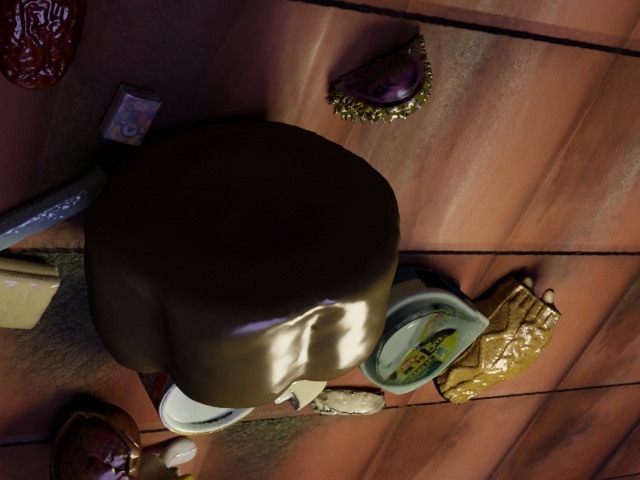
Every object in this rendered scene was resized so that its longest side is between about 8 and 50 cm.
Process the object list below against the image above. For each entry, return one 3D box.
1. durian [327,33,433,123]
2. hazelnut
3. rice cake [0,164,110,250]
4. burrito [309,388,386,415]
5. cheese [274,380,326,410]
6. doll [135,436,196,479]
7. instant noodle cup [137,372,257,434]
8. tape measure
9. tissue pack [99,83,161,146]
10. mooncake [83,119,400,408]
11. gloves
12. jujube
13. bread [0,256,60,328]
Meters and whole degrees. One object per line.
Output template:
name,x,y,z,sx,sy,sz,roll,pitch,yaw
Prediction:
durian,0.117,-0.226,1.530,0.187,0.108,0.119,-29,139,-2
hazelnut,-0.428,0.402,1.800,0.170,0.160,0.201,5,122,-9
rice cake,-0.430,-0.040,1.443,0.245,0.045,0.042,-27,140,-4
burrito,0.063,0.363,2.131,0.229,0.063,0.058,12,96,-36
cheese,-0.006,0.283,2.019,0.235,0.050,0.127,-28,132,-16
doll,-0.367,0.502,1.913,0.237,0.252,0.111,-19,105,-1
instant noodle cup,-0.221,0.210,1.702,0.264,0.200,0.264,-15,137,-15
tape measure,0.182,0.181,1.946,0.259,0.138,0.262,-47,136,9
tissue pack,-0.280,-0.185,1.394,0.063,0.035,0.083,13,122,-38
mooncake,-0.112,0.032,1.409,0.467,0.467,0.262,-12,133,-20
gloves,0.405,0.236,2.133,0.203,0.155,0.356,15,119,-44
jujube,-0.362,-0.273,1.203,0.112,0.109,0.176,21,128,-3
bread,-0.521,0.085,1.504,0.178,0.060,0.139,9,126,-37
